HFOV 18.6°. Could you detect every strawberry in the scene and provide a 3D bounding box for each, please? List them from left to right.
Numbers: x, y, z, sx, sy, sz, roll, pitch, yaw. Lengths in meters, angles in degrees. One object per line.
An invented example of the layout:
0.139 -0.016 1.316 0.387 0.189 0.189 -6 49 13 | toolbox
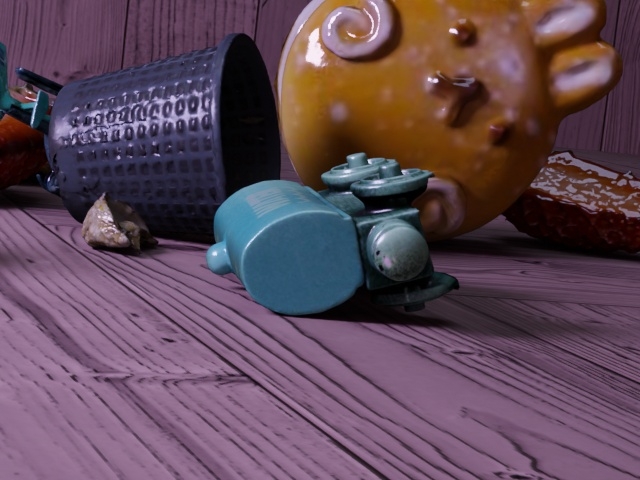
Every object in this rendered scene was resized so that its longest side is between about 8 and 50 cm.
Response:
-0.313 -0.080 1.727 0.174 0.098 0.228 21 23 -18 | strawberry
0.254 -0.022 1.879 0.188 0.082 0.121 20 31 26 | strawberry

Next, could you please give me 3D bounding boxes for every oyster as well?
-0.151 0.000 1.487 0.081 0.038 0.083 47 4 42 | oyster

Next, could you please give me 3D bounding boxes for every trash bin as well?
-0.129 -0.074 1.594 0.161 0.175 0.175 -5 3 16 | trash bin

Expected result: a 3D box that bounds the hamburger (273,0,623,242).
0.111 -0.132 1.757 0.302 0.261 0.186 -10 9 -6 | hamburger

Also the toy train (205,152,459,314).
0.000 0.000 1.340 0.159 0.101 0.248 -10 8 -6 | toy train

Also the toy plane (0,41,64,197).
-0.211 -0.087 1.682 0.060 0.096 0.235 7 -15 43 | toy plane

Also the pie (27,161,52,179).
-0.296 -0.076 1.938 0.092 0.034 0.170 6 4 29 | pie
